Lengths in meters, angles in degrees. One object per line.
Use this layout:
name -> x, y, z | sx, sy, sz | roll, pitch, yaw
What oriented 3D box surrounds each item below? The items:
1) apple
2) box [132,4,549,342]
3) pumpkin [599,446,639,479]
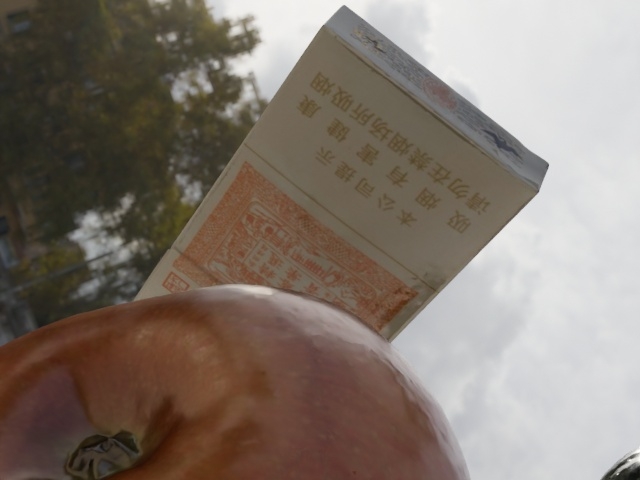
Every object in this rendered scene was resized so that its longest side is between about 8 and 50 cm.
apple -> -0.066, 0.140, 0.504 | 0.251, 0.272, 0.206 | -83, 160, -61
box -> -0.001, 0.001, 0.955 | 0.204, 0.051, 0.365 | 37, -50, -3
pumpkin -> 0.332, 0.283, 0.951 | 0.250, 0.250, 0.216 | 40, -67, 48
